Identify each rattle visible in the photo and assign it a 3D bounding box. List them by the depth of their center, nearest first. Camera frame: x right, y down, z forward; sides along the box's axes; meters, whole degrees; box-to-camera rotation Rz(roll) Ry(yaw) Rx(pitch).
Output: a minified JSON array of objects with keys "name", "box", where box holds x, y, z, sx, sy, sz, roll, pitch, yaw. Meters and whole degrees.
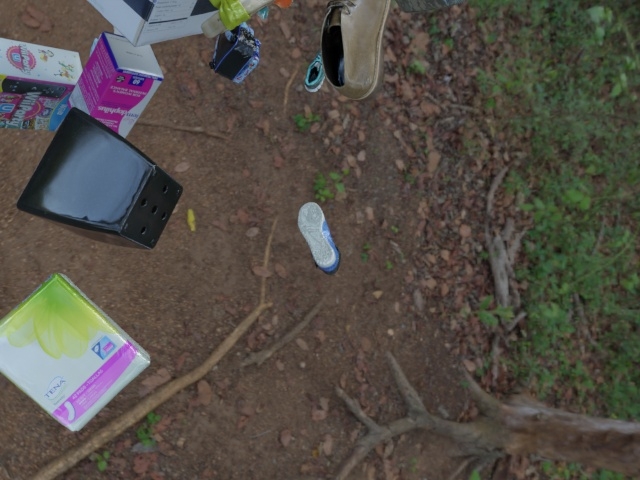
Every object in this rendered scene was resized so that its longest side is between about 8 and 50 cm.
[{"name":"rattle","box":[-0.136,-0.421,0.883,0.143,0.130,0.200,45,49,-10]}]

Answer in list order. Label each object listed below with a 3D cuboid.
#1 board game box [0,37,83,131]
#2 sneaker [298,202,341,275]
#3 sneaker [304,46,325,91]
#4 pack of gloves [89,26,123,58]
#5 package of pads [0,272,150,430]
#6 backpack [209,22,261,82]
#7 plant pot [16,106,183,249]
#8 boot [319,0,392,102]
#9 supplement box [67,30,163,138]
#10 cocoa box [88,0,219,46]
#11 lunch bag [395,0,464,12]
[{"name":"board game box","box":[-0.725,-0.349,1.216,0.303,0.224,0.098,-7,75,-46]},{"name":"sneaker","box":[-0.001,0.000,1.104,0.084,0.058,0.152,65,2,-61]},{"name":"sneaker","box":[0.002,-0.514,1.579,0.065,0.076,0.166,26,105,4]},{"name":"pack of gloves","box":[-0.575,-0.483,1.521,0.046,0.195,0.232,5,80,-57]},{"name":"package of pads","box":[-0.572,0.252,1.215,0.229,0.101,0.296,-44,102,-12]},{"name":"backpack","box":[-0.265,-0.610,1.701,0.117,0.158,0.173,24,46,-34]},{"name":"plant pot","box":[-0.352,-0.083,0.924,0.188,0.167,0.187,59,55,-74]},{"name":"boot","box":[0.056,-0.413,0.969,0.115,0.112,0.305,-4,94,-56]},{"name":"supplement box","box":[-0.465,-0.338,1.217,0.111,0.220,0.114,-4,61,-49]},{"name":"cocoa box","box":[-0.337,-0.566,0.966,0.347,0.228,0.231,44,39,1]},{"name":"lunch bag","box":[0.241,-0.681,1.210,0.212,0.305,0.256,-47,118,2]}]
